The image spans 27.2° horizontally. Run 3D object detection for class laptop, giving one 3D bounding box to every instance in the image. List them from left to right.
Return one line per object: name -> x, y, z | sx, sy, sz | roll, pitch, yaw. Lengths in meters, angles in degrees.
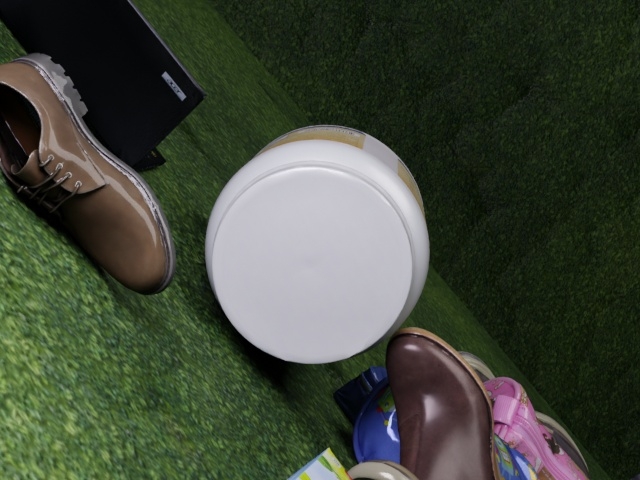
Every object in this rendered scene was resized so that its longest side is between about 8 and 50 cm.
laptop -> -0.219, -0.201, 1.397 | 0.234, 0.137, 0.264 | 52, 8, -1

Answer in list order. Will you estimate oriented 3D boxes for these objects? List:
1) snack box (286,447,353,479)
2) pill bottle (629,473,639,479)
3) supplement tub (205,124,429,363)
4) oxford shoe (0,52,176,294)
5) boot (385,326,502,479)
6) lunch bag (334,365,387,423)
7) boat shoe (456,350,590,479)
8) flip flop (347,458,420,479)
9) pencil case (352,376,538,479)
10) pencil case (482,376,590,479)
snack box -> 0.030, 0.266, 0.972 | 0.207, 0.070, 0.174 | 52, 8, 7
pill bottle -> 0.468, 0.439, 1.982 | 0.130, 0.246, 0.130 | 50, 9, -11
supplement tub -> 0.000, 0.000, 1.403 | 0.228, 0.228, 0.316 | 51, 8, -5
oxford shoe -> -0.205, -0.043, 1.063 | 0.227, 0.083, 0.096 | 51, 27, 2
boot -> 0.106, 0.221, 1.246 | 0.248, 0.090, 0.207 | 64, 29, -7
lunch bag -> 0.065, 0.183, 1.529 | 0.067, 0.065, 0.098 | 53, 8, 12
boat shoe -> 0.283, 0.317, 2.004 | 0.355, 0.132, 0.130 | 39, 23, -23
flip flop -> 0.098, 0.309, 1.095 | 0.277, 0.112, 0.080 | 55, 35, 10
pencil case -> 0.147, 0.252, 1.487 | 0.306, 0.119, 0.133 | 40, 19, -54
pencil case -> 0.308, 0.355, 1.759 | 0.386, 0.167, 0.160 | 46, 14, -18
